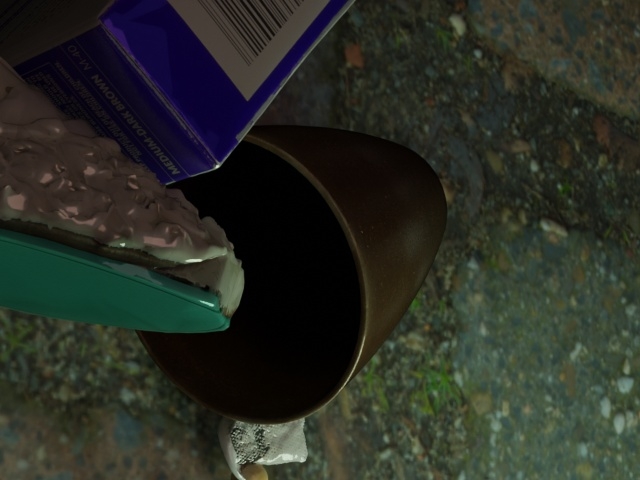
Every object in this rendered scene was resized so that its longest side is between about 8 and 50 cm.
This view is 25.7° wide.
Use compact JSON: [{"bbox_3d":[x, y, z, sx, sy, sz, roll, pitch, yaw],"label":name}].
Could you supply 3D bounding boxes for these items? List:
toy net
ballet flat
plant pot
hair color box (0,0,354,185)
[{"bbox_3d":[-0.080,0.207,1.059,0.122,0.045,0.232,31,62,-30],"label":"toy net"},{"bbox_3d":[-0.232,-0.049,0.700,0.409,0.147,0.147,9,74,-9],"label":"ballet flat"},{"bbox_3d":[0.000,0.000,1.076,0.230,0.215,0.215,-25,98,-54],"label":"plant pot"},{"bbox_3d":[-0.143,-0.107,0.867,0.110,0.339,0.185,52,54,-23],"label":"hair color box"}]
